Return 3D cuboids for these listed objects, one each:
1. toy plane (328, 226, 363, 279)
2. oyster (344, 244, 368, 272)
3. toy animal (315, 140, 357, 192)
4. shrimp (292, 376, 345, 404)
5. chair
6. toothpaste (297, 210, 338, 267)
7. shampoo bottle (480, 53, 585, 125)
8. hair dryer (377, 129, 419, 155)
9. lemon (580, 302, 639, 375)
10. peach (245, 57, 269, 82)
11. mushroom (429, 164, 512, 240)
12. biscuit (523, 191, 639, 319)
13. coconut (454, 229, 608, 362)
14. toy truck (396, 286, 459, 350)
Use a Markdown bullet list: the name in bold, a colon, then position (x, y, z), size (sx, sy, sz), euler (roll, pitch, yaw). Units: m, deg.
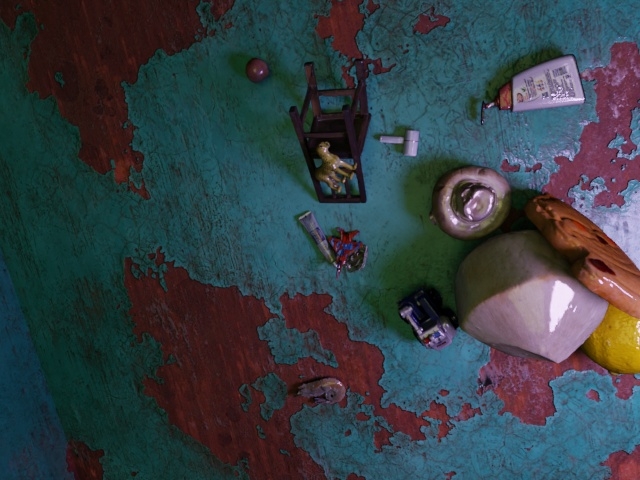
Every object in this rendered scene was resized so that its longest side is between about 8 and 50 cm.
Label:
- **toy plane**: position (0.081, 0.049, 1.513), size (0.130, 0.061, 0.189), euler (11, 87, 14)
- **oyster**: position (0.131, 0.070, 1.537), size (0.100, 0.037, 0.098), euler (-8, 80, 38)
- **toy animal**: position (0.027, -0.223, 1.323), size (0.136, 0.181, 0.073), euler (27, 69, -7)
- **shrimp**: position (-0.005, 0.613, 1.681), size (0.223, 0.047, 0.126), euler (-19, 106, 17)
- **chair**: position (0.059, -0.344, 1.399), size (0.203, 0.416, 0.240), euler (2, 58, 15)
- **toothpaste**: position (0.000, 0.000, 1.553), size (0.060, 0.038, 0.233), euler (-32, 89, 16)
- **shampoo bottle**: position (0.620, -0.439, 1.268), size (0.284, 0.071, 0.153), euler (-15, 100, 20)
- **hair dryer**: position (0.257, -0.329, 1.407), size (0.137, 0.047, 0.082), euler (10, 105, 19)
- **lemon**: position (0.893, 0.245, 1.244), size (0.245, 0.245, 0.319), euler (7, 95, 14)
- **peach**: position (-0.222, -0.592, 1.464), size (0.083, 0.083, 0.083), euler (3, 102, 15)
- **mushroom**: position (0.466, -0.114, 1.323), size (0.255, 0.184, 0.254), euler (1, 107, 2)
- **biscuit**: position (0.739, 0.019, 1.152), size (0.350, 0.455, 0.078), euler (20, 125, -28)
- **coconut**: position (0.589, 0.173, 1.222), size (0.415, 0.415, 0.344), euler (-34, 123, 19)
- **toy truck**: position (0.363, 0.276, 1.434), size (0.161, 0.177, 0.213), euler (-37, 89, 18)
